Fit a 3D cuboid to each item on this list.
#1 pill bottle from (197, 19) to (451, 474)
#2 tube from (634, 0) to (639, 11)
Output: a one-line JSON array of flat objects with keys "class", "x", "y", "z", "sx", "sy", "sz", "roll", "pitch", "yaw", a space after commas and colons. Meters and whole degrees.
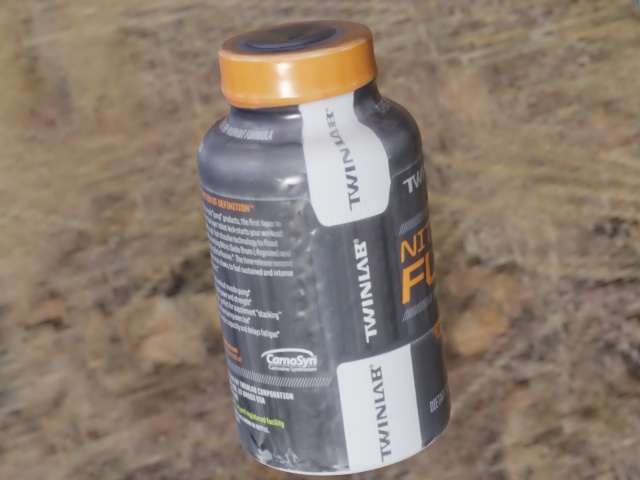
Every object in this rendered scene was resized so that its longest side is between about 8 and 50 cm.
[{"class": "pill bottle", "x": 0.000, "y": 0.000, "z": 1.025, "sx": 0.130, "sy": 0.130, "sz": 0.245, "roll": -146, "pitch": 44, "yaw": -62}, {"class": "tube", "x": 0.328, "y": -0.259, "z": 1.717, "sx": 0.070, "sy": 0.062, "sz": 0.240, "roll": -43, "pitch": 57, "yaw": 28}]
